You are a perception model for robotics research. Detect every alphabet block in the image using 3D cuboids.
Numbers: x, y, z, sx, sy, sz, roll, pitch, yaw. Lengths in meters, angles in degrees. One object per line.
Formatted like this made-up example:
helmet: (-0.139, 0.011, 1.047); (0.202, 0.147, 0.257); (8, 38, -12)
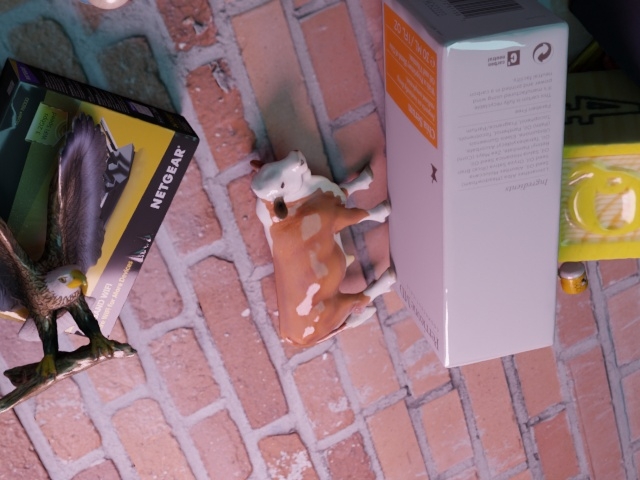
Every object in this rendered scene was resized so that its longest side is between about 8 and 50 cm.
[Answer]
alphabet block: (0.386, -0.104, 1.792); (0.193, 0.197, 0.192); (-5, 126, 10)

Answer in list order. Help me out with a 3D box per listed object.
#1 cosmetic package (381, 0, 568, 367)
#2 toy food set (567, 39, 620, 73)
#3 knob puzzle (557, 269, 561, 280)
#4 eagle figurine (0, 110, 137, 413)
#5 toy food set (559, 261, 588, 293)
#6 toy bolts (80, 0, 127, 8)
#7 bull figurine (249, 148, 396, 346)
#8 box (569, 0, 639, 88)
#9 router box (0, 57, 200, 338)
cosmetic package: (0.191, -0.093, 1.696); (0.161, 0.230, 0.453); (-11, 120, -13)
toy food set: (0.435, -0.233, 1.882); (0.128, 0.071, 0.218); (36, 99, -35)
knob puzzle: (0.288, -0.050, 1.873); (0.030, 0.213, 0.213); (-17, 128, 17)
eagle figurine: (-0.326, 0.019, 1.533); (0.225, 0.226, 0.298); (-16, 100, 27)
toy food set: (0.273, 0.057, 1.949); (0.232, 0.111, 0.104); (-23, 125, -5)
toy bolts: (-0.277, -0.358, 1.438); (0.218, 0.158, 0.229); (-16, 123, -15)
bull figurine: (0.000, 0.000, 1.803); (0.188, 0.101, 0.310); (-14, 122, -19)
box: (0.613, -0.454, 1.645); (0.479, 0.297, 0.472); (-15, 135, -16)
router box: (-0.325, -0.043, 1.645); (0.243, 0.081, 0.309); (16, 110, -30)
